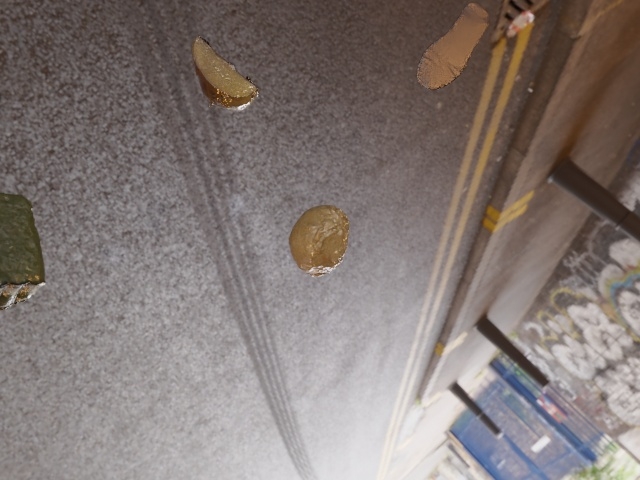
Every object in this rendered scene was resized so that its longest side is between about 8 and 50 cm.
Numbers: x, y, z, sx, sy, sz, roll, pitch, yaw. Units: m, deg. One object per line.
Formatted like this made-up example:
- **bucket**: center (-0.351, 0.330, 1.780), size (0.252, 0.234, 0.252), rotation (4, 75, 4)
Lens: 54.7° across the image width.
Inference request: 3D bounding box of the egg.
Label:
- **egg**: center (0.000, 0.000, 1.162), size (0.118, 0.116, 0.140), rotation (21, 96, -54)

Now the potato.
- **potato**: center (-0.224, -0.327, 1.295), size (0.089, 0.172, 0.100), rotation (-51, -174, -25)

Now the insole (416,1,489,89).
- **insole**: center (0.164, -0.239, 0.759), size (0.153, 0.053, 0.002), rotation (-56, -169, -20)

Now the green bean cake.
- **green bean cake**: center (-0.665, 0.020, 1.199), size (0.222, 0.227, 0.125), rotation (4, 145, -47)
